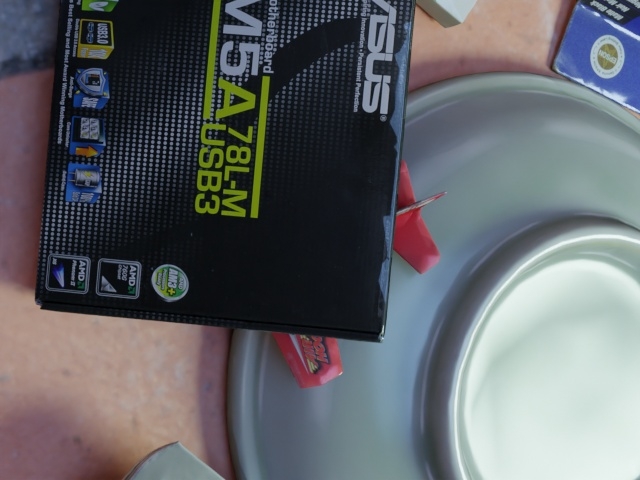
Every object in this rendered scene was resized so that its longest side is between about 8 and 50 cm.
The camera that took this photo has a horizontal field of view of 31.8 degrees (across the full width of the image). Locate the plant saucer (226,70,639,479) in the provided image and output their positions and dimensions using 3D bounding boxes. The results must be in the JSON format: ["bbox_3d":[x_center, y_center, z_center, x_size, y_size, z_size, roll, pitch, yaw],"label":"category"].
[{"bbox_3d":[0.142,0.091,0.711,0.401,0.100,0.400,-2,94,-26],"label":"plant saucer"}]

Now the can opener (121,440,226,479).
[{"bbox_3d":[-0.023,0.222,0.646,0.283,0.095,0.076,45,52,-22],"label":"can opener"}]

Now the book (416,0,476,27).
[{"bbox_3d":[0.084,-0.220,0.699,0.096,0.035,0.144,36,79,-20],"label":"book"}]

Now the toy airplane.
[{"bbox_3d":[0.000,0.000,0.628,0.151,0.028,0.151,-1,83,12],"label":"toy airplane"}]

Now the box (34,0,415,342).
[{"bbox_3d":[-0.048,-0.049,0.589,0.184,0.045,0.190,6,91,7],"label":"box"}]

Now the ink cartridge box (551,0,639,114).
[{"bbox_3d":[0.288,-0.184,0.791,0.223,0.045,0.223,19,86,-27],"label":"ink cartridge box"}]
